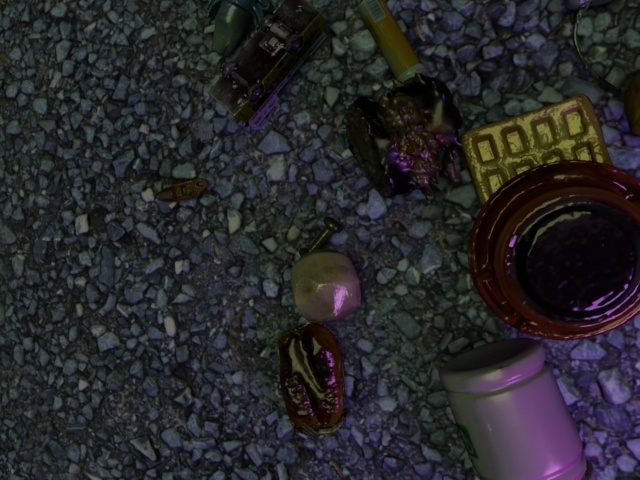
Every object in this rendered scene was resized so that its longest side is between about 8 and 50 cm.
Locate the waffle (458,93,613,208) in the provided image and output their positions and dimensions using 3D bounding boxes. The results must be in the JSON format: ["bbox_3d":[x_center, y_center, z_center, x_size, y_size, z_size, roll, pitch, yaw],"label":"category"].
[{"bbox_3d":[0.435,-0.182,0.999,0.274,0.057,0.167,-16,86,17],"label":"waffle"}]

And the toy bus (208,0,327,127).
[{"bbox_3d":[-0.115,-0.410,1.129,0.113,0.139,0.301,42,95,12],"label":"toy bus"}]

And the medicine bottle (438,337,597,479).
[{"bbox_3d":[0.386,0.376,0.948,0.212,0.212,0.325,-23,84,16],"label":"medicine bottle"}]

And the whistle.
[{"bbox_3d":[-0.190,-0.575,1.176,0.180,0.093,0.269,36,107,20],"label":"whistle"}]

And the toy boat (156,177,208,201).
[{"bbox_3d":[-0.352,-0.127,1.249,0.149,0.049,0.047,-14,87,17],"label":"toy boat"}]

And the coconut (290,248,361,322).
[{"bbox_3d":[0.013,0.110,1.076,0.161,0.161,0.162,-22,52,17],"label":"coconut"}]

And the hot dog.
[{"bbox_3d":[-0.024,0.323,1.141,0.163,0.082,0.270,-9,89,19],"label":"hot dog"}]

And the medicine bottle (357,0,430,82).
[{"bbox_3d":[0.159,-0.438,1.074,0.074,0.074,0.218,-29,81,16],"label":"medicine bottle"}]

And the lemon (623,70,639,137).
[{"bbox_3d":[0.655,-0.260,0.868,0.193,0.181,0.180,-20,85,38],"label":"lemon"}]

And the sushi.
[{"bbox_3d":[0.176,-0.218,1.008,0.219,0.225,0.238,-31,124,2],"label":"sushi"}]

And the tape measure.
[{"bbox_3d":[0.560,-0.458,0.941,0.164,0.084,0.330,-22,83,21],"label":"tape measure"}]

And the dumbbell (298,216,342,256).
[{"bbox_3d":[0.000,0.000,1.141,0.046,0.052,0.118,44,104,24],"label":"dumbbell"}]

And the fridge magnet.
[{"bbox_3d":[0.473,0.027,0.933,0.364,0.155,0.363,3,103,12],"label":"fridge magnet"}]
